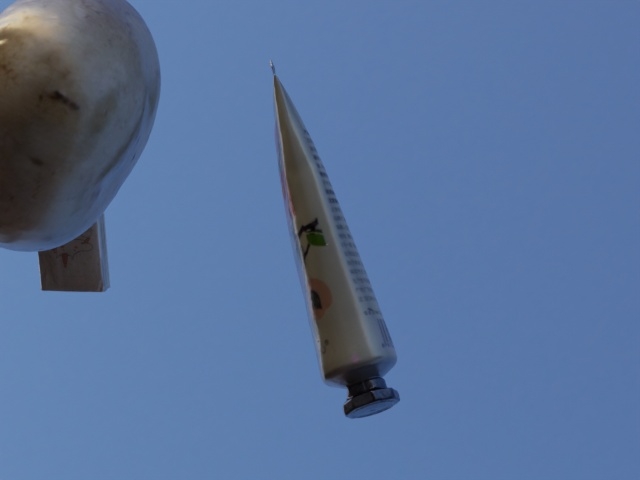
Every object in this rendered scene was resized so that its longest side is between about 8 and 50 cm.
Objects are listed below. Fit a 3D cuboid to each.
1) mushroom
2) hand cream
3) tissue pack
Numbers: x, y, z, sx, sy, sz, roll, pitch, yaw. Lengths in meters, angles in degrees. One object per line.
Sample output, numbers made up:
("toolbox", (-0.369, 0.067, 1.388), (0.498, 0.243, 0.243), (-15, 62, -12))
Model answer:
("mushroom", (-0.162, -0.072, 1.092), (0.127, 0.166, 0.166), (22, -55, 5))
("hand cream", (0.000, 0.000, 1.248), (0.080, 0.050, 0.234), (94, -20, -71))
("tissue pack", (-0.193, -0.013, 1.487), (0.056, 0.023, 0.108), (2, -73, 14))
